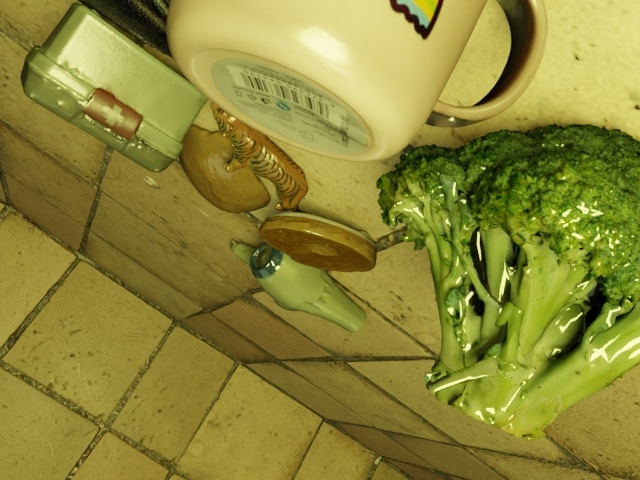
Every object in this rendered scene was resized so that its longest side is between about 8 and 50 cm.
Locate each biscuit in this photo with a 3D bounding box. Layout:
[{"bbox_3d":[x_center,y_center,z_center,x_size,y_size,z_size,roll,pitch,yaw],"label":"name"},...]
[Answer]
[{"bbox_3d":[0.000,0.000,0.970,0.181,0.049,0.208,0,158,37],"label":"biscuit"}]

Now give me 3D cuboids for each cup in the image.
[{"bbox_3d":[0.040,-0.159,0.403,0.253,0.200,0.191,26,170,-22],"label":"cup"}]

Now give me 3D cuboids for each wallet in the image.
[{"bbox_3d":[-0.247,-0.293,0.649,0.262,0.071,0.221,27,-179,18],"label":"wallet"}]

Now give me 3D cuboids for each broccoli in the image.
[{"bbox_3d":[0.194,0.029,0.537,0.304,0.283,0.321,25,177,-11],"label":"broccoli"}]

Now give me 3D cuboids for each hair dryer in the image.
[{"bbox_3d":[-0.038,0.091,1.231,0.296,0.119,0.298,36,173,-19],"label":"hair dryer"}]

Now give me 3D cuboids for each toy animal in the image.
[{"bbox_3d":[-0.085,-0.112,0.885,0.241,0.056,0.099,45,154,-27],"label":"toy animal"}]

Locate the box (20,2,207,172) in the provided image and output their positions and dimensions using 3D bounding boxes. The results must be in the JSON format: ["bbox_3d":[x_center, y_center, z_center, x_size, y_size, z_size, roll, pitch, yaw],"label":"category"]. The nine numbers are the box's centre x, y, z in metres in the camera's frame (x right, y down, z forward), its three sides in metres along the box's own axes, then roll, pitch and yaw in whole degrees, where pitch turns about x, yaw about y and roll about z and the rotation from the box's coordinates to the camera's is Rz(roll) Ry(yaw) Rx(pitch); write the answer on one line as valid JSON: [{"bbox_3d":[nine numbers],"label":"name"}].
[{"bbox_3d":[-0.263,-0.196,0.775,0.210,0.129,0.148,32,-176,-34],"label":"box"}]

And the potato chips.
[{"bbox_3d":[-0.173,-0.105,1.009,0.195,0.061,0.208,40,159,-14],"label":"potato chips"}]
